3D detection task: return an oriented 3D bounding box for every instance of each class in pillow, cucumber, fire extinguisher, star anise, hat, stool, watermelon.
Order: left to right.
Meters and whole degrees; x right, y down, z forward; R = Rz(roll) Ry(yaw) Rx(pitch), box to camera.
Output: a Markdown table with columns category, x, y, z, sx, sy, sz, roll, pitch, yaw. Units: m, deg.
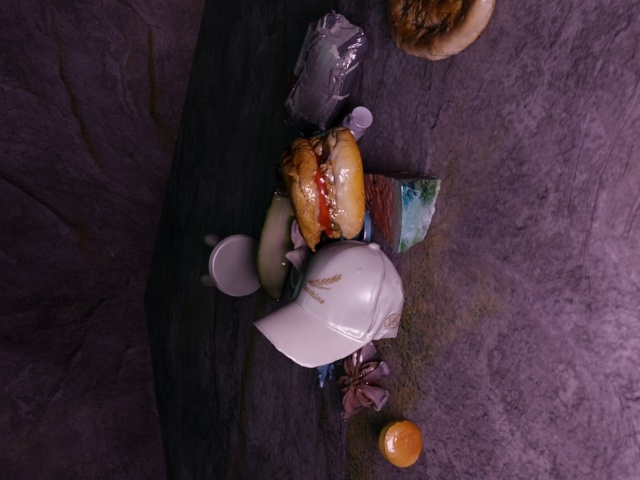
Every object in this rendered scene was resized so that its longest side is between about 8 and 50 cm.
| category | x | y | z | sx | sy | sz | roll | pitch | yaw |
| --- | --- | --- | --- | --- | --- | --- | --- | --- | --- |
| stool | -0.286 | 0.070 | 1.948 | 0.198 | 0.195 | 0.196 | -167 | 82 | -66 |
| cucumber | -0.111 | 0.003 | 1.641 | 0.145 | 0.105 | 0.326 | -63 | -14 | -66 |
| hat | -0.018 | 0.069 | 1.528 | 0.220 | 0.164 | 0.226 | 94 | -158 | -47 |
| hat | 0.000 | 0.113 | 1.236 | 0.257 | 0.301 | 0.168 | 32 | 135 | 47 |
| fire extinguisher | 0.004 | 0.004 | 1.462 | 0.046 | 0.032 | 0.100 | -59 | 31 | 18 |
| pillow | 0.006 | -0.394 | 1.488 | 0.161 | 0.092 | 0.335 | 44 | 132 | 20 |
| star anise | 0.092 | 0.289 | 1.286 | 0.208 | 0.063 | 0.172 | 135 | 137 | -58 |
| watermelon | 0.144 | -0.085 | 1.217 | 0.241 | 0.094 | 0.154 | -130 | 40 | -58 |

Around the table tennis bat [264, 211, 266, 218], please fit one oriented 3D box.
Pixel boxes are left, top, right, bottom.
| category | x | y | z | sx | sy | sz | roll | pitch | yaw |
| --- | --- | --- | --- | --- | --- | --- | --- | --- | --- |
| table tennis bat | -0.121 | -0.022 | 1.816 | 0.236 | 0.027 | 0.150 | 53 | 133 | 50 |

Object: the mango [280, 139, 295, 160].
| category | x | y | z | sx | sy | sz | roll | pitch | yaw |
| --- | --- | --- | --- | --- | --- | --- | --- | --- | --- |
| mango | -0.050 | -0.211 | 1.599 | 0.125 | 0.111 | 0.233 | -60 | 22 | 23 |

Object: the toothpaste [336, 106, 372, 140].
| category | x | y | z | sx | sy | sz | roll | pitch | yaw |
| --- | --- | --- | --- | --- | --- | --- | --- | --- | --- |
| toothpaste | 0.055 | -0.250 | 1.451 | 0.234 | 0.057 | 0.090 | 145 | 123 | -66 |

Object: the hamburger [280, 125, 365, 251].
| category | x | y | z | sx | sy | sz | roll | pitch | yaw |
| --- | --- | --- | --- | --- | --- | --- | --- | --- | --- |
| hamburger | 0.011 | -0.111 | 1.274 | 0.244 | 0.162 | 0.245 | 165 | 90 | -83 |

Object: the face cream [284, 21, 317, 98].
| category | x | y | z | sx | sy | sz | roll | pitch | yaw |
| --- | --- | --- | --- | --- | --- | --- | --- | --- | --- |
| face cream | -0.019 | -0.452 | 1.577 | 0.096 | 0.095 | 0.214 | -111 | 35 | -42 |

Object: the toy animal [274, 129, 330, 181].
| category | x | y | z | sx | sy | sz | roll | pitch | yaw |
| --- | --- | --- | --- | --- | --- | --- | --- | --- | --- |
| toy animal | -0.018 | -0.158 | 1.423 | 0.116 | 0.179 | 0.219 | -100 | 5 | -53 |

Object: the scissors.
| category | x | y | z | sx | sy | sz | roll | pitch | yaw |
| --- | --- | --- | --- | --- | --- | --- | --- | --- | --- |
| scissors | 0.062 | 0.095 | 1.400 | 0.180 | 0.032 | 0.393 | 175 | 99 | -66 |

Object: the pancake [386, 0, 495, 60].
| category | x | y | z | sx | sy | sz | roll | pitch | yaw |
| --- | --- | --- | --- | --- | --- | --- | --- | --- | --- |
| pancake | 0.218 | -0.508 | 1.126 | 0.356 | 0.065 | 0.357 | -178 | 90 | -68 |

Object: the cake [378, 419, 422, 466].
| category | x | y | z | sx | sy | sz | roll | pitch | yaw |
| --- | --- | --- | --- | --- | --- | --- | --- | --- | --- |
| cake | 0.150 | 0.378 | 1.121 | 0.044 | 0.084 | 0.084 | 153 | 118 | -64 |

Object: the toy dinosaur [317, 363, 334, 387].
| category | x | y | z | sx | sy | sz | roll | pitch | yaw |
| --- | --- | --- | --- | --- | --- | --- | --- | --- | --- |
| toy dinosaur | 0.011 | 0.288 | 1.458 | 0.080 | 0.045 | 0.198 | -101 | 14 | -63 |
